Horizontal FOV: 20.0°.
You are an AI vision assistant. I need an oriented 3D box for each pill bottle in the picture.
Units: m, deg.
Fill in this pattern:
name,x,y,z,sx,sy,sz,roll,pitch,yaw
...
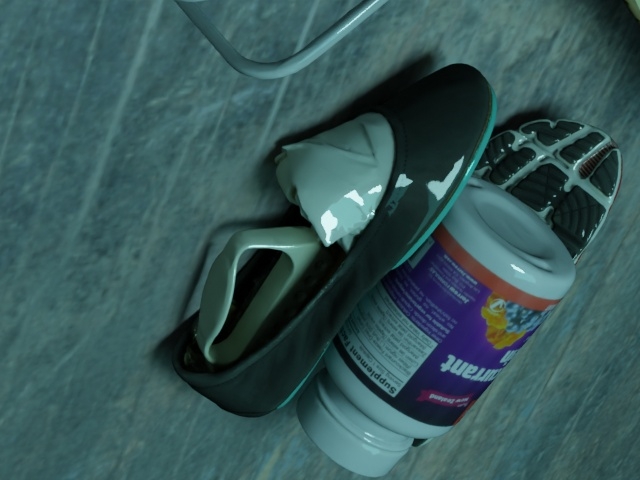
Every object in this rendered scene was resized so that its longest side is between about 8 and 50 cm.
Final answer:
name,x,y,z,sx,sy,sz,roll,pitch,yaw
pill bottle,0.069,0.061,1.186,0.108,0.108,0.193,9,126,-48

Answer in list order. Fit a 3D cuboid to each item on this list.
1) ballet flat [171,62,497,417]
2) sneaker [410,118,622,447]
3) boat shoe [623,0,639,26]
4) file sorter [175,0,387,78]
name,x,y,z,sx,sy,sz,roll,pitch,yaw
ballet flat,0.000,0.000,1.130,0.096,0.095,0.280,19,114,-37
sneaker,0.119,0.024,1.285,0.279,0.107,0.118,-54,162,22
boat shoe,0.249,-0.168,1.106,0.123,0.123,0.342,-35,131,15
file sorter,-0.056,-0.225,0.747,0.173,0.193,0.278,-40,145,1
